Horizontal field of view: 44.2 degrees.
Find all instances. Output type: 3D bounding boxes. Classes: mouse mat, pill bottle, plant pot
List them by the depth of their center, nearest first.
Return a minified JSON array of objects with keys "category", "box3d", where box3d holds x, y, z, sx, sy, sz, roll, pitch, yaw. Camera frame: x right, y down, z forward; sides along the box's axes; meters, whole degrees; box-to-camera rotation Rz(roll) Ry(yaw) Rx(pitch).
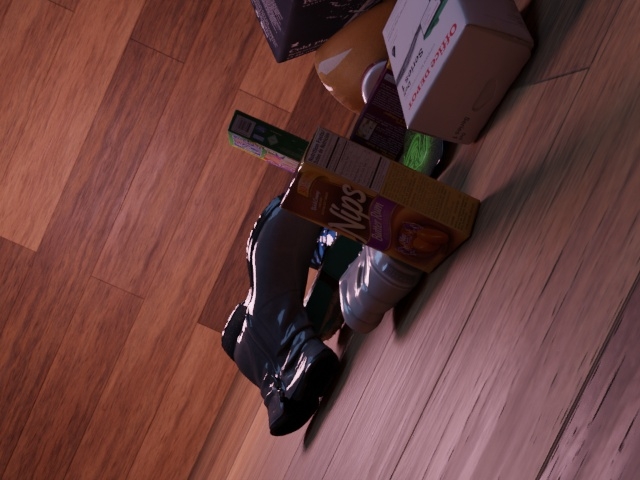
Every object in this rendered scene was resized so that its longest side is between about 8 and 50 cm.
[{"category":"mouse mat","box3d":[0.148,-0.141,1.155,0.189,0.007,0.152,113,162,-64]},{"category":"pill bottle","box3d":[0.149,-0.339,1.736,0.221,0.121,0.121,-85,20,-75]},{"category":"plant pot","box3d":[0.153,-0.469,1.911,0.254,0.237,0.237,-43,18,39]}]

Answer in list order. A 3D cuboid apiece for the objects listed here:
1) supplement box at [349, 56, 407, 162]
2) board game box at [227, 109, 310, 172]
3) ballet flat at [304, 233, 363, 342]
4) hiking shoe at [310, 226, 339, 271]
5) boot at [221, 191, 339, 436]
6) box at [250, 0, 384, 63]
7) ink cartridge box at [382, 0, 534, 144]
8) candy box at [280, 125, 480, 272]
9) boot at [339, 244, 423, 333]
[{"category":"supplement box","box3d":[0.141,-0.254,1.507,0.080,0.104,0.188,-71,8,-53]},{"category":"board game box","box3d":[-0.025,-0.153,1.530,0.213,0.317,0.046,167,126,-84]},{"category":"ballet flat","box3d":[0.036,0.063,1.274,0.077,0.091,0.241,-9,-45,-56]},{"category":"hiking shoe","box3d":[0.000,0.000,1.603,0.304,0.132,0.113,127,166,-69]},{"category":"boot","box3d":[-0.033,0.113,1.206,0.222,0.118,0.338,48,130,46]},{"category":"box","box3d":[0.077,-0.699,1.913,0.480,0.297,0.472,-22,-2,-8]},{"category":"ink cartridge box","box3d":[0.161,-0.251,0.979,0.219,0.093,0.160,-97,25,-44]},{"category":"candy box","box3d":[0.060,-0.039,0.841,0.109,0.187,0.053,123,171,-62]},{"category":"boot","box3d":[0.072,0.006,1.015,0.123,0.095,0.258,-55,11,31]}]
